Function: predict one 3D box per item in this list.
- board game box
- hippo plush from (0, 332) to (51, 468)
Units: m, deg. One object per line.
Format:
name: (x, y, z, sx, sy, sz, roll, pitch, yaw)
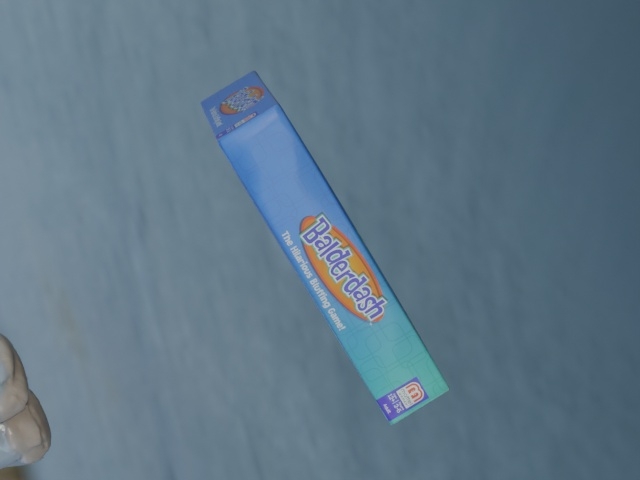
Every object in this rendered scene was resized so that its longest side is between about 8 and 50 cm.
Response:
board game box: (0.000, 0.000, 1.250, 0.210, 0.047, 0.160, 59, 180, -15)
hippo plush: (-0.369, 0.185, 1.558, 0.234, 0.294, 0.236, -48, 25, 45)
